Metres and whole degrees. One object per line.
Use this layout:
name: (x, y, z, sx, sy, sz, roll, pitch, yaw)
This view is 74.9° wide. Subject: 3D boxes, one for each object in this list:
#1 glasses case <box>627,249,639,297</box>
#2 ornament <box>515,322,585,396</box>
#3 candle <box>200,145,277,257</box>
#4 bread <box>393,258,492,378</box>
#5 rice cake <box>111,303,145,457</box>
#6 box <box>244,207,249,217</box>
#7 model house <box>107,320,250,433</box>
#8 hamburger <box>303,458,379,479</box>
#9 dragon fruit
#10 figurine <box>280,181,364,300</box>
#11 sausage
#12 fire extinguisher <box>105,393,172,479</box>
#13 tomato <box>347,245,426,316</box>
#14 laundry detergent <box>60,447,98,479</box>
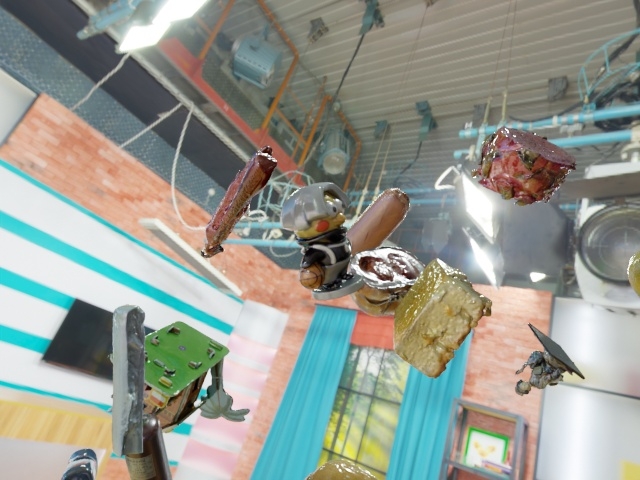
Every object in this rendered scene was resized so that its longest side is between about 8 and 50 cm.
glasses case: (0.793, 0.025, 0.774, 0.371, 0.141, 0.173, -41, -103, 35)
ornament: (0.670, 0.408, 1.308, 0.153, 0.196, 0.166, 33, 21, -12)
candle: (-0.169, -0.062, 0.813, 0.059, 0.084, 0.302, 29, -58, -14)
bread: (0.240, 0.146, 0.865, 0.114, 0.185, 0.274, 35, 10, 4)
rice cake: (-0.231, 0.169, 0.506, 0.042, 0.180, 0.030, 0, -1, 35)
box: (-0.210, -0.110, 1.159, 0.012, 0.084, 0.046, -6, -15, 13)
model house: (-0.399, 0.466, 1.170, 0.339, 0.324, 0.300, 27, 14, 11)
hamburger: (0.043, 0.635, 0.913, 0.259, 0.283, 0.145, 19, -62, 23)
dragon fruit: (0.471, -0.170, 0.996, 0.211, 0.282, 0.147, 34, -53, 18)
figurine: (0.000, 0.000, 0.878, 0.132, 0.237, 0.176, -10, 8, 31)
sausage: (0.178, -0.045, 1.399, 0.121, 0.121, 0.304, 30, -67, -24)
fire extinguisher: (-0.337, 0.383, 0.772, 0.099, 0.071, 0.231, 3, -67, 16)
tomato: (0.165, 0.123, 1.106, 0.213, 0.181, 0.155, -4, -49, -21)
laundry detergent: (-0.484, 0.482, 0.843, 0.061, 0.097, 0.206, -5, -11, -27)
